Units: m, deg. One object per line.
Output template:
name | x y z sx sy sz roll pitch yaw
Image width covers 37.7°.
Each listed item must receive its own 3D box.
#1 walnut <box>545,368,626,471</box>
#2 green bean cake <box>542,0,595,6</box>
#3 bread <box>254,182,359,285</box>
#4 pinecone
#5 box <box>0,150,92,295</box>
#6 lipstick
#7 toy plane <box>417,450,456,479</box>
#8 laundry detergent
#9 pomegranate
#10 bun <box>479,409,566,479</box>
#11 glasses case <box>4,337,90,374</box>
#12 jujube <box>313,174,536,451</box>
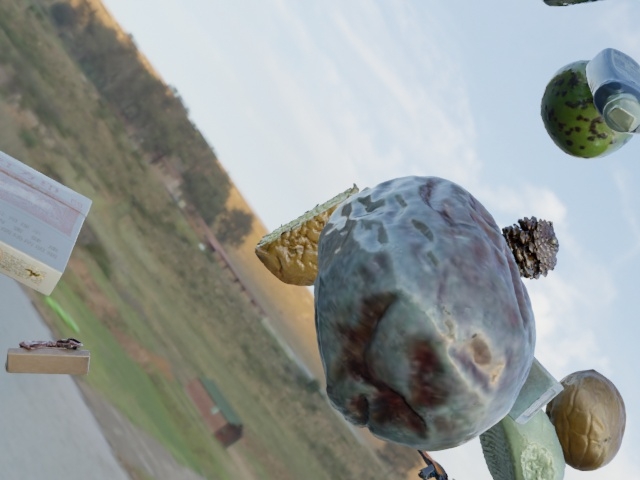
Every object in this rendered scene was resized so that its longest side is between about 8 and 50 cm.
walnut | 0.539 0.365 1.912 0.167 0.167 0.207 169 -69 -78
green bean cake | 0.538 -0.591 1.691 0.169 0.308 0.300 16 -62 62
bread | 0.000 0.000 1.814 0.139 0.229 0.143 58 10 -17
pinecone | 0.506 0.020 2.313 0.173 0.174 0.173 53 -12 16
box | -0.486 -0.042 1.501 0.205 0.051 0.365 29 13 -15
lipstick | 0.164 0.080 1.254 0.371 0.076 0.080 49 7 25
toy plane | 0.200 0.414 1.554 0.188 0.062 0.135 44 -31 34
laundry detergent | 0.589 -0.280 1.840 0.143 0.094 0.290 41 31 -8
pomegranate | 0.635 -0.319 2.106 0.286 0.231 0.231 -41 -98 40
bun | 0.351 0.353 1.620 0.221 0.108 0.221 167 -90 -84
glasses case | -0.634 0.255 2.185 0.102 0.194 0.070 110 -22 -45
jujube | 0.101 0.069 0.935 0.308 0.215 0.246 -92 -179 -54
